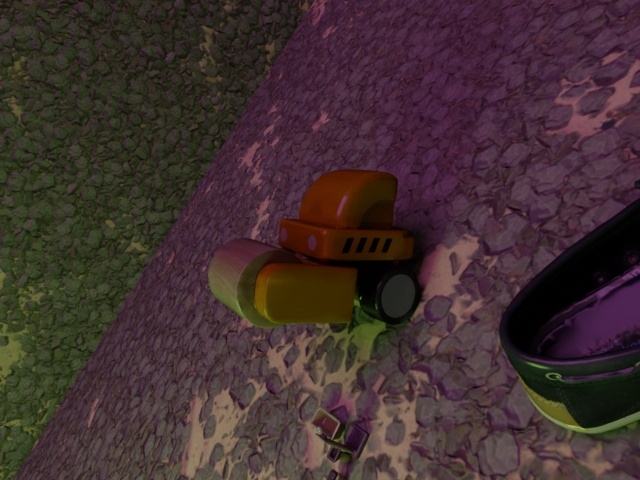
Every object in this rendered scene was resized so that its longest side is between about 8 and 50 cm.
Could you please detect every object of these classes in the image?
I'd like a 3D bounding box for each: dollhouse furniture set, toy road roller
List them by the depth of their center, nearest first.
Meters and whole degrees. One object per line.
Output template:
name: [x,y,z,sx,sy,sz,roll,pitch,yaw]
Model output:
dollhouse furniture set: [-0.005,0.302,0.743,0.114,0.081,0.091,12,71,57]
toy road roller: [0.000,0.000,0.788,0.202,0.329,0.241,14,101,58]

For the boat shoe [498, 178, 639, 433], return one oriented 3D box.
boat shoe: [0.380,-0.003,0.438,0.500,0.156,0.187,-42,32,19]
